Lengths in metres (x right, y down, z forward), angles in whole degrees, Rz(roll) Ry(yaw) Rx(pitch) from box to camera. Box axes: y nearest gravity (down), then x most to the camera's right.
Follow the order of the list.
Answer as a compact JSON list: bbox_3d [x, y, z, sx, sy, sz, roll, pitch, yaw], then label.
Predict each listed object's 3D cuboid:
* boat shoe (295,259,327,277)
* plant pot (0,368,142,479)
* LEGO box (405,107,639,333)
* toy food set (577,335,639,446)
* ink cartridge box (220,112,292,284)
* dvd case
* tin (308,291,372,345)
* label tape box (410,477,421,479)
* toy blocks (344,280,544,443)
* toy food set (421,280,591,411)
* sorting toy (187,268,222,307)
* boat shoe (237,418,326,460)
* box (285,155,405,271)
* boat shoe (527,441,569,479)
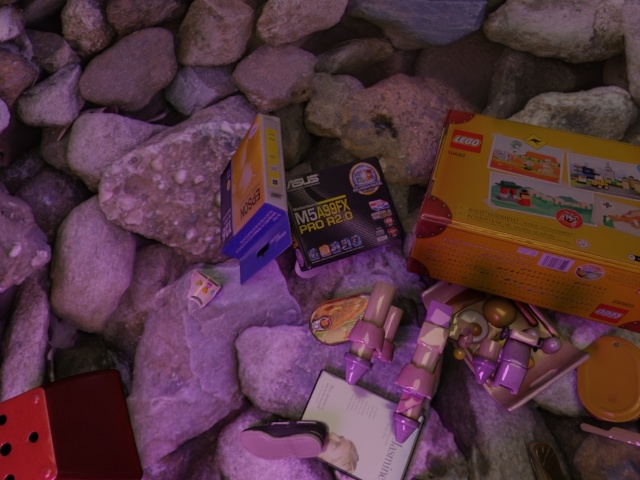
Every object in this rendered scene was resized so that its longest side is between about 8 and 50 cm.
[{"bbox_3d":[0.000,0.000,1.170,0.070,0.078,0.219,5,54,54],"label":"boat shoe"},{"bbox_3d":[-0.579,0.432,0.978,0.267,0.236,0.267,-23,68,-2],"label":"plant pot"},{"bbox_3d":[0.477,-0.062,1.018,0.499,0.193,0.373,15,53,12],"label":"LEGO box"},{"bbox_3d":[0.617,0.316,0.981,0.128,0.071,0.218,-6,57,40],"label":"toy food set"},{"bbox_3d":[-0.168,-0.085,1.107,0.072,0.303,0.308,9,64,-28],"label":"ink cartridge box"},{"bbox_3d":[0.080,0.418,1.023,0.252,0.022,0.181,21,73,13],"label":"dvd case"},{"bbox_3d":[0.067,0.188,1.106,0.189,0.040,0.106,-13,64,2],"label":"tin"},{"bbox_3d":[0.192,0.561,0.780,0.115,0.348,0.249,14,71,12],"label":"label tape box"},{"bbox_3d":[0.205,0.268,0.887,0.308,0.288,0.260,18,75,19],"label":"toy blocks"},{"bbox_3d":[0.403,0.187,1.037,0.219,0.092,0.306,-32,68,-6],"label":"toy food set"},{"bbox_3d":[-0.295,0.126,1.170,0.083,0.045,0.075,33,83,17],"label":"sorting toy"},{"bbox_3d":[-0.082,0.426,1.013,0.205,0.065,0.075,-10,108,25],"label":"boat shoe"},{"bbox_3d":[0.047,-0.067,1.119,0.269,0.060,0.217,-16,85,-21],"label":"box"},{"bbox_3d":[0.466,0.488,0.946,0.056,0.048,0.153,-17,74,-13],"label":"boat shoe"}]
